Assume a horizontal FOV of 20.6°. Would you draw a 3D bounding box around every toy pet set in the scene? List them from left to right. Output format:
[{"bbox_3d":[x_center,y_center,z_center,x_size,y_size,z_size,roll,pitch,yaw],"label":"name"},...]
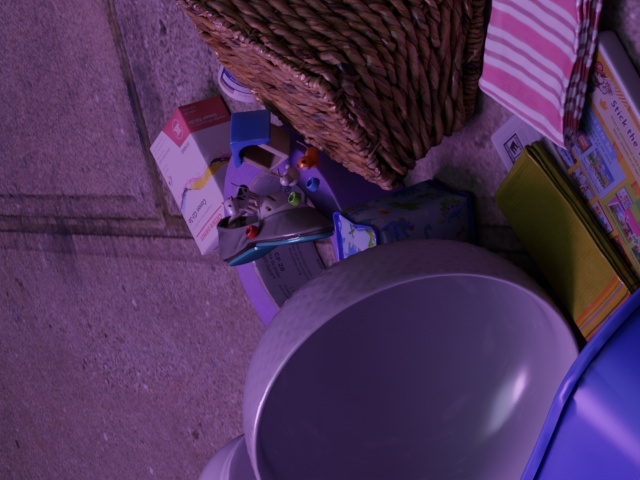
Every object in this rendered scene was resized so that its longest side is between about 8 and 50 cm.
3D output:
[{"bbox_3d":[-0.063,-0.082,1.850,0.122,0.065,0.114,-37,40,39],"label":"toy pet set"}]

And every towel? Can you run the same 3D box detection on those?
[{"bbox_3d":[0.194,-0.196,1.589,0.144,0.029,0.197,44,135,50],"label":"towel"},{"bbox_3d":[0.239,0.027,1.635,0.237,0.021,0.102,59,147,21],"label":"towel"}]

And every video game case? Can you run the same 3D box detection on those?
[{"bbox_3d":[0.260,-0.046,1.608,0.227,0.026,0.206,64,149,13],"label":"video game case"}]

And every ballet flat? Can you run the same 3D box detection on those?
[{"bbox_3d":[-0.056,-0.019,1.914,0.213,0.072,0.068,-18,83,59],"label":"ballet flat"}]

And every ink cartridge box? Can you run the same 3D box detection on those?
[{"bbox_3d":[-0.127,-0.063,2.177,0.198,0.067,0.115,62,148,13],"label":"ink cartridge box"}]

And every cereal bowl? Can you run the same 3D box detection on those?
[{"bbox_3d":[0.078,0.136,1.732,0.141,0.338,0.339,-118,25,-54],"label":"cereal bowl"}]

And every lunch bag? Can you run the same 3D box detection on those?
[{"bbox_3d":[0.090,0.028,1.821,0.096,0.128,0.151,25,129,54],"label":"lunch bag"}]

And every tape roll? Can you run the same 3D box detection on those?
[{"bbox_3d":[0.000,0.000,1.989,0.275,0.090,0.275,35,135,44],"label":"tape roll"}]

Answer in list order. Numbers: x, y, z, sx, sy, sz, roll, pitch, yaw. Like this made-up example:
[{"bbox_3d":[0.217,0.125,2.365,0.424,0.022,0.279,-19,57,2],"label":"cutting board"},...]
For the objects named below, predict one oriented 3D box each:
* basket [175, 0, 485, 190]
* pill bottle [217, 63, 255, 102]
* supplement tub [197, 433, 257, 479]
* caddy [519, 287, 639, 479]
[{"bbox_3d":[0.039,-0.216,1.798,0.299,0.223,0.213,36,169,44],"label":"basket"},{"bbox_3d":[-0.073,-0.219,2.001,0.067,0.067,0.120,55,147,25],"label":"pill bottle"},{"bbox_3d":[-0.061,0.370,2.156,0.235,0.235,0.325,58,148,20],"label":"supplement tub"},{"bbox_3d":[0.288,0.145,1.466,0.179,0.241,0.341,44,141,27],"label":"caddy"}]
